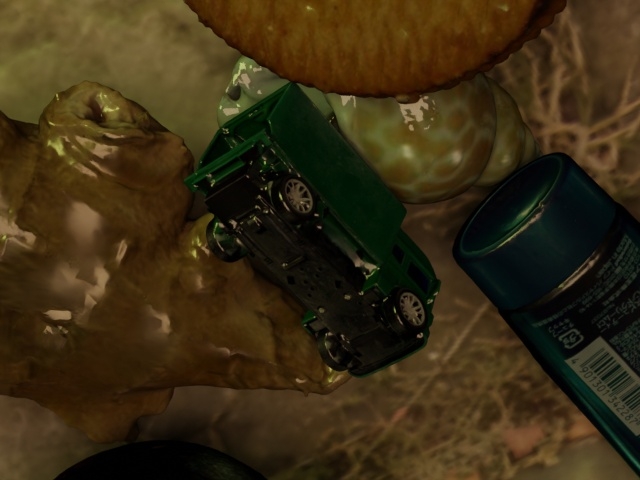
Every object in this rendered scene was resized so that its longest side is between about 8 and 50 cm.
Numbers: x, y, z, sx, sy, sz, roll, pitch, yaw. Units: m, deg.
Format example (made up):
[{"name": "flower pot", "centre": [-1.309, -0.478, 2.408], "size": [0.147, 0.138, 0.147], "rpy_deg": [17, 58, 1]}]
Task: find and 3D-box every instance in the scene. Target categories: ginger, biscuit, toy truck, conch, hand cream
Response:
[{"name": "ginger", "centre": [-0.114, 0.022, 0.926], "size": [0.270, 0.123, 0.218], "rpy_deg": [7, 116, -12]}, {"name": "biscuit", "centre": [0.014, -0.217, 0.808], "size": [0.305, 0.038, 0.305], "rpy_deg": [13, 113, 31]}, {"name": "toy truck", "centre": [0.000, 0.000, 0.885], "size": [0.065, 0.079, 0.147], "rpy_deg": [-29, 111, 37]}, {"name": "conch", "centre": [0.032, -0.074, 0.929], "size": [0.173, 0.106, 0.116], "rpy_deg": [-5, 106, 11]}, {"name": "hand cream", "centre": [0.191, 0.065, 0.970], "size": [0.120, 0.061, 0.270], "rpy_deg": [-44, 114, 4]}]

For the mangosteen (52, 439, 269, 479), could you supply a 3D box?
[{"name": "mangosteen", "centre": [-0.076, 0.218, 0.920], "size": [0.243, 0.243, 0.242], "rpy_deg": [-1, 100, -3]}]
